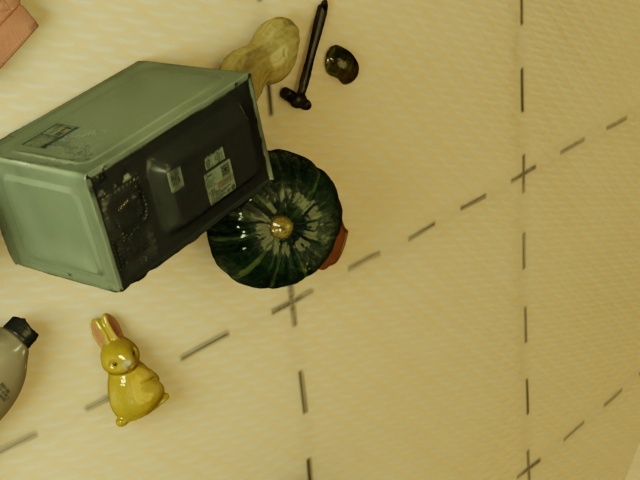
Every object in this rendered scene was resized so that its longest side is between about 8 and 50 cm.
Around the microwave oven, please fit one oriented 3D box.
[{"bbox_3d":[-0.237,-0.083,1.498,0.295,0.237,0.181,-39,130,-40],"label":"microwave oven"}]

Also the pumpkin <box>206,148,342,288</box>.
[{"bbox_3d":[-0.073,-0.032,1.762,0.211,0.152,0.212,-1,94,-14],"label":"pumpkin"}]

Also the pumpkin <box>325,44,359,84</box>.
[{"bbox_3d":[0.041,-0.282,1.912,0.083,0.028,0.050,27,79,-53],"label":"pumpkin"}]

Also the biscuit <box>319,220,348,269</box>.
[{"bbox_3d":[0.000,0.000,1.958,0.130,0.019,0.102,-7,108,-49],"label":"biscuit"}]

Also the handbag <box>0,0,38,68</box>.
[{"bbox_3d":[-0.430,-0.281,1.346,0.157,0.059,0.212,-53,134,-24],"label":"handbag"}]

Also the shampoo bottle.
[{"bbox_3d":[-0.445,0.197,1.460,0.257,0.078,0.127,-49,132,-22],"label":"shampoo bottle"}]

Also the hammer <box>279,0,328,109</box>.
[{"bbox_3d":[-0.016,-0.292,1.847,0.065,0.021,0.178,17,88,-49],"label":"hammer"}]

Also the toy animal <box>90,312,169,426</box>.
[{"bbox_3d":[-0.280,0.176,1.660,0.083,0.070,0.159,-38,123,-34],"label":"toy animal"}]

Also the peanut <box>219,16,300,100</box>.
[{"bbox_3d":[-0.094,-0.251,1.728,0.187,0.082,0.082,-48,133,-27],"label":"peanut"}]
